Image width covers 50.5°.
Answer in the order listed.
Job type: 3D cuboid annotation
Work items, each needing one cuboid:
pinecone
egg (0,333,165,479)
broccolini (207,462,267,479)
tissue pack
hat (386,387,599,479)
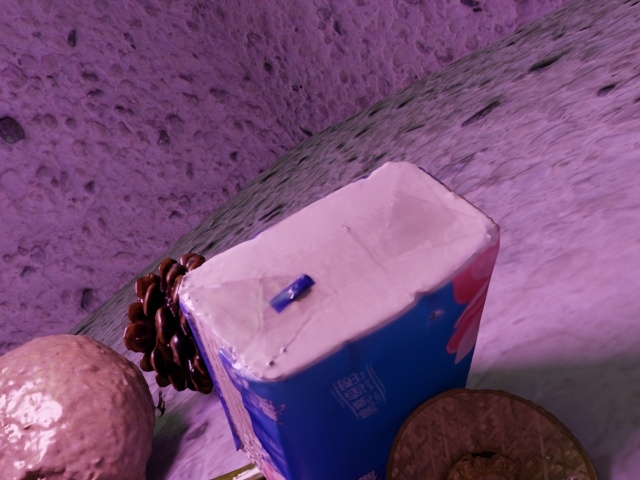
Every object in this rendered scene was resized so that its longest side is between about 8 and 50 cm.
[{"bbox_3d":[-0.167,0.127,1.058,0.272,0.224,0.224,-2,27,22],"label":"pinecone"},{"bbox_3d":[-0.369,0.265,0.962,0.279,0.279,0.310,-40,29,-19],"label":"egg"},{"bbox_3d":[-0.085,0.270,0.728,0.391,0.079,0.074,-26,4,8],"label":"broccolini"},{"bbox_3d":[0.023,0.097,0.542,0.209,0.270,0.137,-28,55,-18],"label":"tissue pack"},{"bbox_3d":[0.118,0.185,0.487,0.145,0.067,0.146,-2,46,2],"label":"hat"}]
